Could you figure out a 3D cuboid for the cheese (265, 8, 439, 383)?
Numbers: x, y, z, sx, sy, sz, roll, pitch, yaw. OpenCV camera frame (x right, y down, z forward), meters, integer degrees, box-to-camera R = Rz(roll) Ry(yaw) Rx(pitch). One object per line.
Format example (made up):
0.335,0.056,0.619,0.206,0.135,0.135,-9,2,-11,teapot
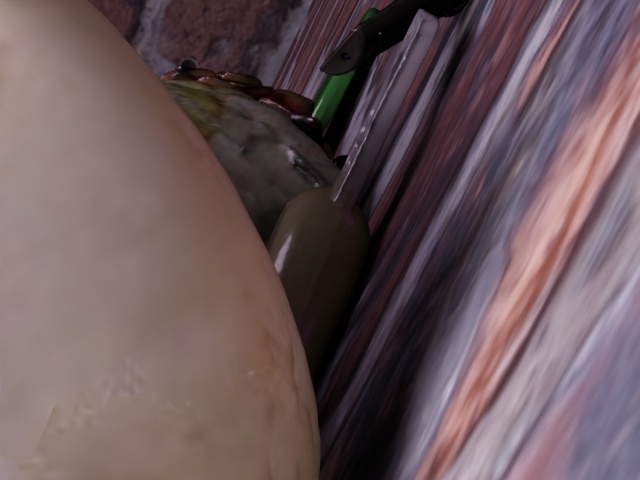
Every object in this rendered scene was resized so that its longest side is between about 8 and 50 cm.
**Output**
0.000,0.000,0.745,0.097,0.037,0.192,-96,31,-79,cheese

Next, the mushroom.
-0.172,0.044,0.542,0.356,0.315,0.315,36,103,51,mushroom

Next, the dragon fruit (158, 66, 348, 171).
-0.052,-0.035,1.005,0.130,0.121,0.142,-44,-3,17,dragon fruit

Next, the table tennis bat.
-0.016,-0.045,1.188,0.160,0.039,0.257,-60,2,41,table tennis bat

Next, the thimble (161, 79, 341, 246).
-0.090,-0.001,0.839,0.190,0.143,0.137,-1,94,48,thimble

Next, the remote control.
0.034,-0.087,0.771,0.034,0.016,0.091,-44,-5,42,remote control
